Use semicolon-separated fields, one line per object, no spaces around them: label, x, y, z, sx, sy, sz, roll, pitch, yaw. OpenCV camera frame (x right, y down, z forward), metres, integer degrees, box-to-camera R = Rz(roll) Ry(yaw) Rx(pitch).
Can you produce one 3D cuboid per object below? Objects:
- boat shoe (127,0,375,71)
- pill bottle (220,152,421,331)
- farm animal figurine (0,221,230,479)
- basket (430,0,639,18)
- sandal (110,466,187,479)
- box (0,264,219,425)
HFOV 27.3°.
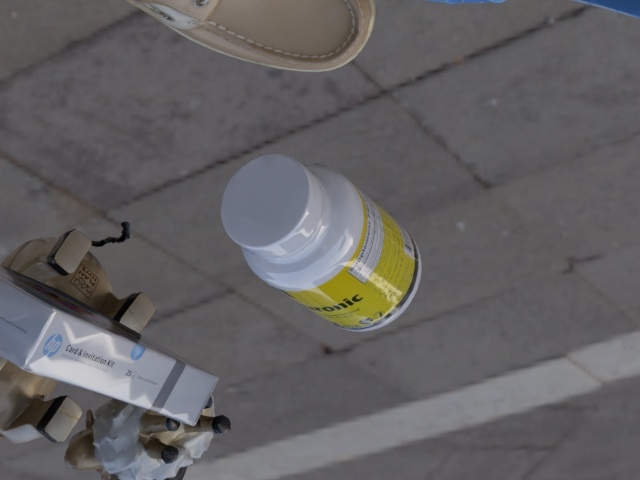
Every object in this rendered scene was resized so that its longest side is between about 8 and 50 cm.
boat shoe;-0.112;-0.220;1.001;0.341;0.110;0.121;24;104;-13
pill bottle;0.000;0.000;0.650;0.065;0.065;0.116;-18;153;21
farm animal figurine;-0.269;0.098;0.945;0.327;0.330;0.172;-39;-163;-33
basket;0.109;-0.254;0.925;0.289;0.201;0.255;30;179;-36
sandal;-0.160;0.249;1.117;0.097;0.054;0.254;-25;-168;19
box;-0.162;0.048;0.766;0.145;0.038;0.186;25;176;28
